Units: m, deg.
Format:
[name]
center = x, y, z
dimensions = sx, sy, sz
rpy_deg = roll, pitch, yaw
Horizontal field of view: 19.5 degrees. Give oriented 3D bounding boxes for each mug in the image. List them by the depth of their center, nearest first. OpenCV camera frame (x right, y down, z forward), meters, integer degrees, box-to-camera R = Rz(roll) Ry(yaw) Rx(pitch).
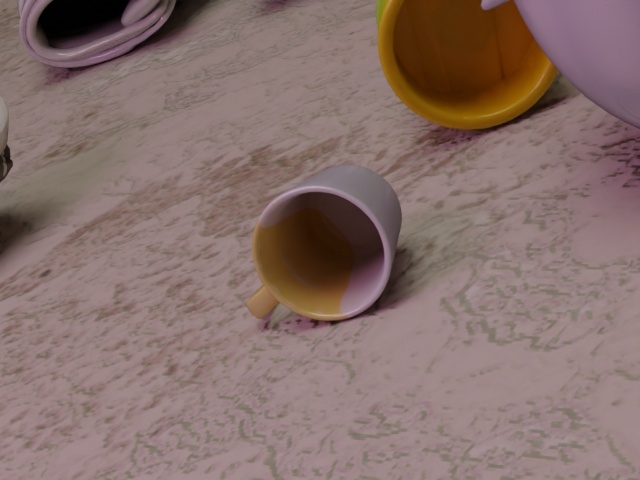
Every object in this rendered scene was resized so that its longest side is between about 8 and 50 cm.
[mug]
center = 0.001, -0.004, 0.835
dimensions = 0.078, 0.062, 0.064
rpy_deg = -8, 18, 19

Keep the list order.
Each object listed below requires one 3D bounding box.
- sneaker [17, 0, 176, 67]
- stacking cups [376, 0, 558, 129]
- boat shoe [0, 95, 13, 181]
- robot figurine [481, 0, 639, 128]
[sneaker]
center = -0.098, -0.223, 1.393
dimensions = 0.292, 0.108, 0.169
rpy_deg = -32, 23, 7
[stacking cups]
center = 0.065, -0.154, 1.070
dimensions = 0.096, 0.096, 0.316
rpy_deg = -22, 21, 4
[boat shoe]
center = -0.284, 0.021, 1.027
dimensions = 0.109, 0.091, 0.305
rpy_deg = 30, 50, 18
[robot figurine]
center = 0.223, -0.162, 0.779
dimensions = 0.353, 0.199, 0.300
rpy_deg = -18, -16, 14
